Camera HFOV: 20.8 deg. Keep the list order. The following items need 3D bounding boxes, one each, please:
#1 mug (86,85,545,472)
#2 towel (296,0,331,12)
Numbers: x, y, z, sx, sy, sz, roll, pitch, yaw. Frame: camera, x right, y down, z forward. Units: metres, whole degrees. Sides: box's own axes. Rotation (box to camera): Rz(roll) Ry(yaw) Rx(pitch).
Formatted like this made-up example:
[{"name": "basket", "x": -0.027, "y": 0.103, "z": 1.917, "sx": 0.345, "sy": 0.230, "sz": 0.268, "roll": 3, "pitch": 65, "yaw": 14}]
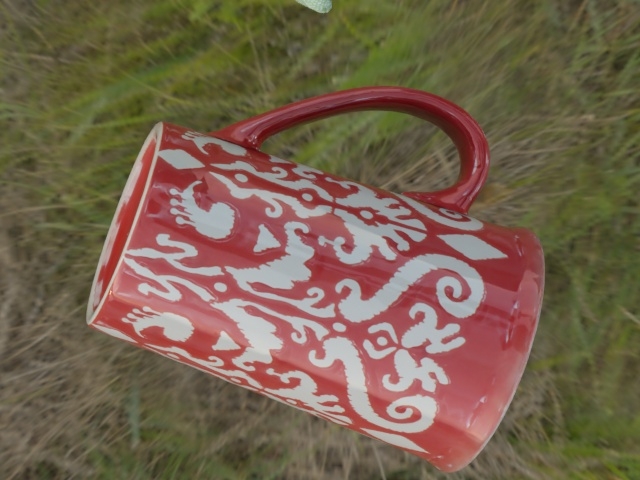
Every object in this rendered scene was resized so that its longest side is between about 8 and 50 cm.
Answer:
[{"name": "mug", "x": -0.004, "y": 0.008, "z": 0.754, "sx": 0.169, "sy": 0.150, "sz": 0.113, "roll": 19, "pitch": 135, "yaw": -12}, {"name": "towel", "x": -0.150, "y": -0.205, "z": 0.677, "sx": 0.038, "sy": 0.325, "sz": 0.248, "roll": -52, "pitch": 135, "yaw": -14}]
